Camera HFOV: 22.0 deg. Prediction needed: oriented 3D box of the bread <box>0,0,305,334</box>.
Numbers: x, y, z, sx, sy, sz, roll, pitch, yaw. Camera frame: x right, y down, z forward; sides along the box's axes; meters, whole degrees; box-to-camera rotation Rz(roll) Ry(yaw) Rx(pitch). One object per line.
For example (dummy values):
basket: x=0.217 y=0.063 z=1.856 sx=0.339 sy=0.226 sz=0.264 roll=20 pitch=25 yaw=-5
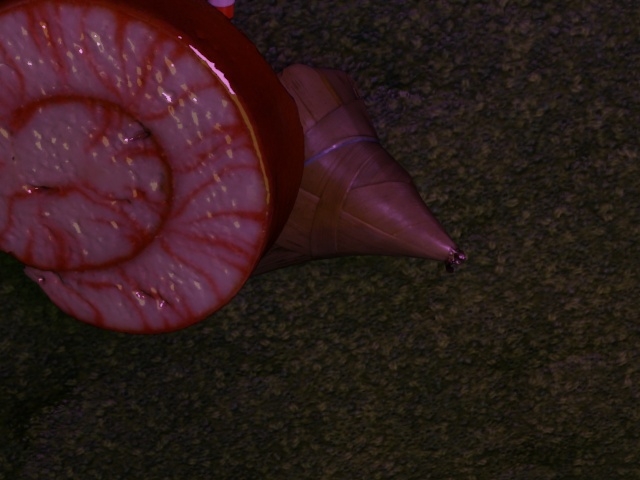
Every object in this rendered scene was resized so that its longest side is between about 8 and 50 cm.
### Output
bread: x=-0.172 y=-0.083 z=1.405 sx=0.295 sy=0.114 sz=0.327 roll=-31 pitch=106 yaw=29

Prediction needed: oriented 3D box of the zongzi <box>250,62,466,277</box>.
zongzi: x=0.000 y=0.000 z=1.495 sx=0.115 sy=0.256 sz=0.228 roll=-5 pitch=139 yaw=-52

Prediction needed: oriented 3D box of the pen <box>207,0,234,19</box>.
pen: x=-0.082 y=-0.292 z=1.384 sx=0.028 sy=0.028 sz=0.239 roll=-3 pitch=128 yaw=-10
